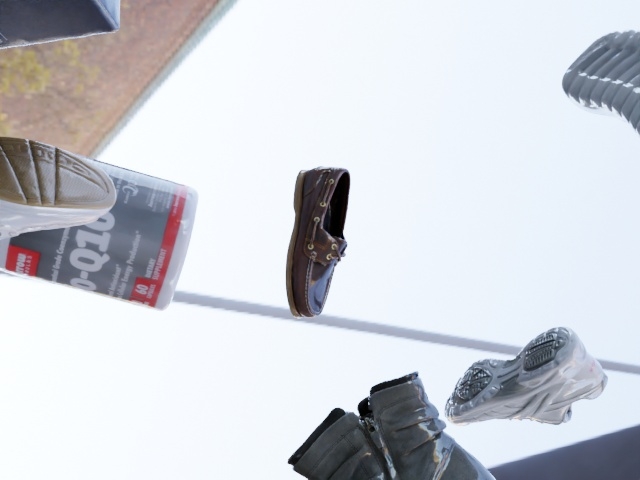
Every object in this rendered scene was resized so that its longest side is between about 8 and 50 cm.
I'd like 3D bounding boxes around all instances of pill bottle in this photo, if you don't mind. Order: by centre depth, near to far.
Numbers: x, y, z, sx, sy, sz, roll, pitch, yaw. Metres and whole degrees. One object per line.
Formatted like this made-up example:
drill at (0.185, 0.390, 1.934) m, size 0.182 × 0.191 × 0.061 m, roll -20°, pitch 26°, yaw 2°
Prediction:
pill bottle at (-0.303, -0.024, 1.164) m, size 0.161 × 0.283 × 0.161 m, roll -165°, pitch -90°, yaw -79°

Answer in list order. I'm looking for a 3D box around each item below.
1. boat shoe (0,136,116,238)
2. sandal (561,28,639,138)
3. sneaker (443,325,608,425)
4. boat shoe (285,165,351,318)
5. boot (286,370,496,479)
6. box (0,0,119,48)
boat shoe at (-0.341, -0.038, 0.927) m, size 0.096 × 0.277 × 0.098 m, roll -66°, pitch -148°, yaw 36°
sandal at (0.453, -0.175, 1.199) m, size 0.169 × 0.102 × 0.416 m, roll -47°, pitch -154°, yaw 9°
sneaker at (0.255, 0.199, 1.203) m, size 0.232 × 0.115 × 0.090 m, roll -32°, pitch -157°, yaw 44°
boat shoe at (0.000, 0.000, 1.271) m, size 0.073 × 0.073 × 0.207 m, roll -1°, pitch -101°, yaw 25°
boot at (0.025, 0.231, 0.781) m, size 0.161 × 0.246 × 0.083 m, roll 49°, pitch -10°, yaw 6°
box at (-0.436, -0.378, 1.048) m, size 0.395 × 0.212 × 0.293 m, roll -5°, pitch -109°, yaw 10°
